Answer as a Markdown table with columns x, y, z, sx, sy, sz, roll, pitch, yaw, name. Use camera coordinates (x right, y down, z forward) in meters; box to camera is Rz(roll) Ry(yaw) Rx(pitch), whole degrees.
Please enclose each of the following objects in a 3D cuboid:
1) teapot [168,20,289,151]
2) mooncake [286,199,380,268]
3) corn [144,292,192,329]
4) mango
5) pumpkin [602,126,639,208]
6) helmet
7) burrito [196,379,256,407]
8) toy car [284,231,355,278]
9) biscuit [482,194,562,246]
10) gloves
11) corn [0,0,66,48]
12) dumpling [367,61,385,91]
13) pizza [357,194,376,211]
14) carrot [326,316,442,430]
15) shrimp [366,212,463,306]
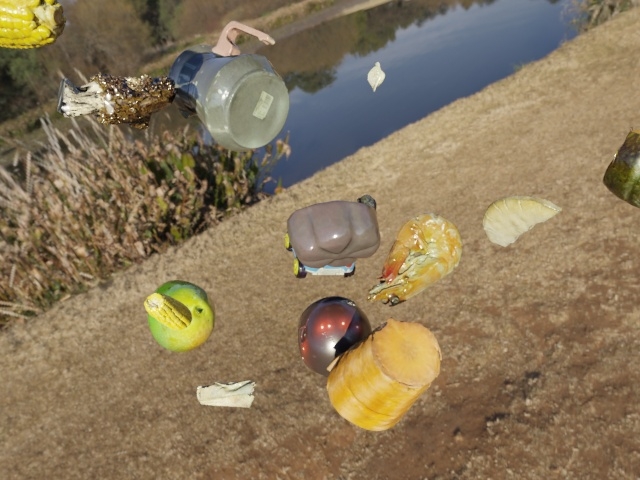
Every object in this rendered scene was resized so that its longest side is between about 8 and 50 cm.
| x | y | z | sx | sy | sz | roll | pitch | yaw | name |
| --- | --- | --- | --- | --- | --- | --- | --- | --- | --- |
| -0.291 | -0.506 | 1.542 | 0.362 | 0.375 | 0.306 | 33 | 12 | 33 | teapot |
| 0.035 | -0.014 | 1.239 | 0.245 | 0.245 | 0.133 | -15 | 70 | 10 | mooncake |
| -0.362 | 0.172 | 1.151 | 0.068 | 0.206 | 0.067 | -2 | 68 | 4 | corn |
| -0.476 | 0.245 | 1.590 | 0.201 | 0.225 | 0.382 | 0 | 2 | -36 | mango |
| 0.783 | -0.211 | 1.101 | 0.139 | 0.190 | 0.280 | 32 | 78 | 30 | pumpkin |
| 0.040 | 0.257 | 1.268 | 0.193 | 0.190 | 0.215 | 0 | 72 | 70 | helmet |
| -0.175 | 0.294 | 0.915 | 0.149 | 0.055 | 0.041 | -11 | 39 | 27 | burrito |
| 0.000 | 0.000 | 1.537 | 0.199 | 0.165 | 0.314 | 2 | 30 | -15 | toy car |
| 0.580 | -0.070 | 1.457 | 0.038 | 0.141 | 0.290 | -46 | -3 | -28 | biscuit |
| -0.528 | -0.371 | 1.268 | 0.313 | 0.135 | 0.210 | -13 | 7 | -26 | gloves |
| -0.637 | -0.423 | 0.888 | 0.364 | 0.120 | 0.120 | 8 | 35 | 13 | corn |
| 0.167 | -0.498 | 1.448 | 0.052 | 0.057 | 0.076 | 37 | 88 | 14 | dumpling |
| 0.180 | -0.076 | 1.934 | 0.086 | 0.305 | 0.161 | -1 | 55 | 3 | pizza |
| 0.132 | 0.255 | 0.968 | 0.196 | 0.254 | 0.195 | 9 | 51 | -11 | carrot |
| 0.200 | 0.045 | 1.038 | 0.294 | 0.154 | 0.062 | -37 | 5 | -29 | shrimp |
